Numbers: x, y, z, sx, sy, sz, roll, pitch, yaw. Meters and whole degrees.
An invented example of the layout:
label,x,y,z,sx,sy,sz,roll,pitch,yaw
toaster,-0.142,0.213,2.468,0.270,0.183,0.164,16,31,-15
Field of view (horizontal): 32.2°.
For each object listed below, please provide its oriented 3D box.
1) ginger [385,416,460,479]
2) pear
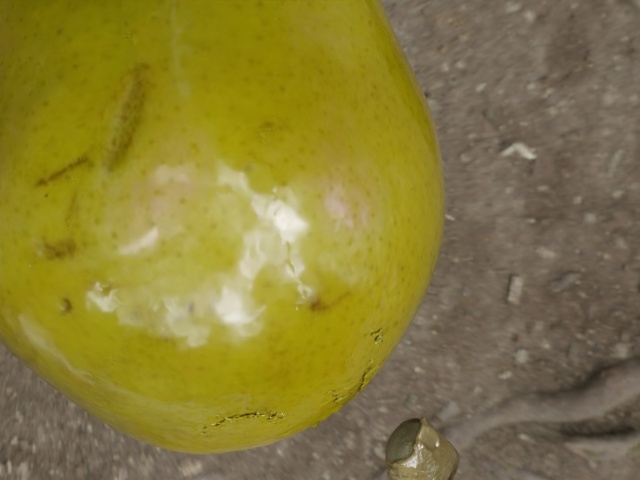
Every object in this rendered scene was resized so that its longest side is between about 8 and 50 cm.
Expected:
label,x,y,z,sx,sy,sz,roll,pitch,yaw
ginger,0.106,0.268,1.210,0.069,0.095,0.190,16,116,25
pear,-0.066,-0.048,0.648,0.285,0.285,0.336,12,85,-14
